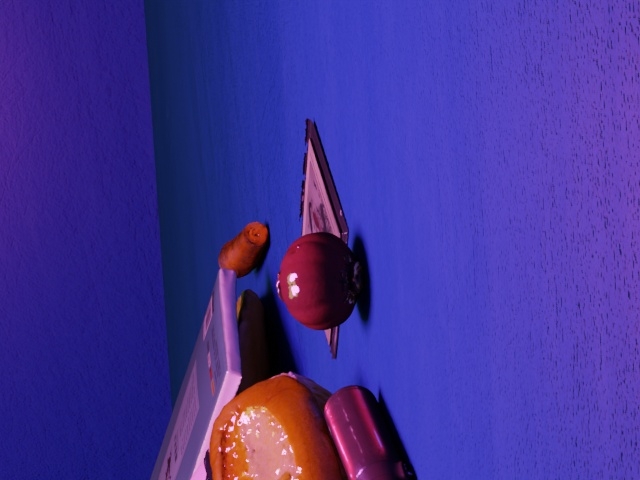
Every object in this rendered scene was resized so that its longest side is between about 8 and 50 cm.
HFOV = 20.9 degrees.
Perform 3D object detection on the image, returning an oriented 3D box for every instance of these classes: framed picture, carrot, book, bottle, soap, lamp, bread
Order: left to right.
[{"bbox_3d":[-0.170,0.257,2.281,0.264,0.031,0.379,-98,24,-60],"label":"book"},{"bbox_3d":[-0.115,0.287,2.388,0.306,0.115,0.427,140,124,-73],"label":"soap"},{"bbox_3d":[-0.102,0.012,2.384,0.161,0.055,0.055,137,128,-68],"label":"carrot"},{"bbox_3d":[-0.021,0.274,1.745,0.152,0.119,0.288,-41,41,26],"label":"bread"},{"bbox_3d":[0.000,0.000,1.942,0.195,0.010,0.199,-106,16,-47],"label":"framed picture"},{"bbox_3d":[0.000,0.041,1.758,0.101,0.090,0.101,-5,-90,-65],"label":"lamp"},{"bbox_3d":[0.048,0.204,1.664,0.164,0.060,0.060,-114,22,-60],"label":"bottle"}]

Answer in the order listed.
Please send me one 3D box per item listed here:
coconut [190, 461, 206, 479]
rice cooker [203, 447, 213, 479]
[{"bbox_3d":[-0.085,0.330,2.116,0.183,0.171,0.170,-124,31,-71],"label":"coconut"},{"bbox_3d":[-0.051,0.295,1.942,0.203,0.118,0.142,60,-179,-28],"label":"rice cooker"}]
